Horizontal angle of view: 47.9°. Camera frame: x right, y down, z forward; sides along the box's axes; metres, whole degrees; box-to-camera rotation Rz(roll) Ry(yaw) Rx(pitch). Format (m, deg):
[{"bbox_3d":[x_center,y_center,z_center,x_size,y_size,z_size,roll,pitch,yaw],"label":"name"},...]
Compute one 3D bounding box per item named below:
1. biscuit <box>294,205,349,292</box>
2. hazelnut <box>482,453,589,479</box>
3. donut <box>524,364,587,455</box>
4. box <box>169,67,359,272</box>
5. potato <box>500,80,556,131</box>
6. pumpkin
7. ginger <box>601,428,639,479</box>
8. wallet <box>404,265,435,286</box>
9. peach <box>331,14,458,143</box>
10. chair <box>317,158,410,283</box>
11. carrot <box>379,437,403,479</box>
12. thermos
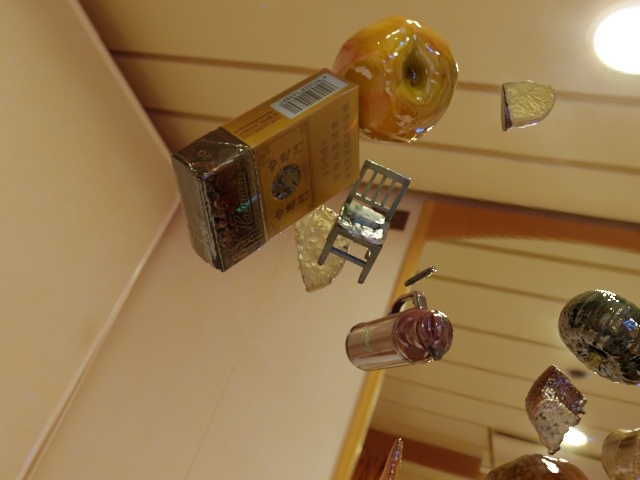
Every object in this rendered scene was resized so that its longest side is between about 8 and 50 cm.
[{"bbox_3d":[0.000,0.000,2.125,0.179,0.281,0.084,-21,-26,13],"label":"biscuit"},{"bbox_3d":[0.431,0.539,1.445,0.251,0.217,0.217,-17,-43,20],"label":"hazelnut"},{"bbox_3d":[0.577,0.417,1.813,0.126,0.186,0.144,54,-13,-16],"label":"donut"},{"bbox_3d":[-0.099,-0.149,1.497,0.115,0.415,0.264,36,-33,31],"label":"box"},{"bbox_3d":[0.415,-0.264,1.440,0.103,0.096,0.066,-1,-15,12],"label":"potato"},{"bbox_3d":[0.566,0.192,1.406,0.211,0.152,0.211,33,-5,3],"label":"pumpkin"},{"bbox_3d":[0.485,0.328,1.109,0.069,0.095,0.190,59,-18,14],"label":"ginger"},{"bbox_3d":[0.239,0.085,1.723,0.018,0.082,0.156,61,7,7],"label":"wallet"},{"bbox_3d":[0.162,-0.359,1.657,0.289,0.289,0.308,30,-3,-15],"label":"peach"},{"bbox_3d":[0.110,-0.046,1.832,0.136,0.147,0.270,26,-58,-2],"label":"chair"},{"bbox_3d":[0.138,0.552,1.546,0.061,0.257,0.061,22,-10,4],"label":"carrot"},{"bbox_3d":[0.170,0.189,1.454,0.109,0.136,0.330,43,-24,-7],"label":"thermos"}]
